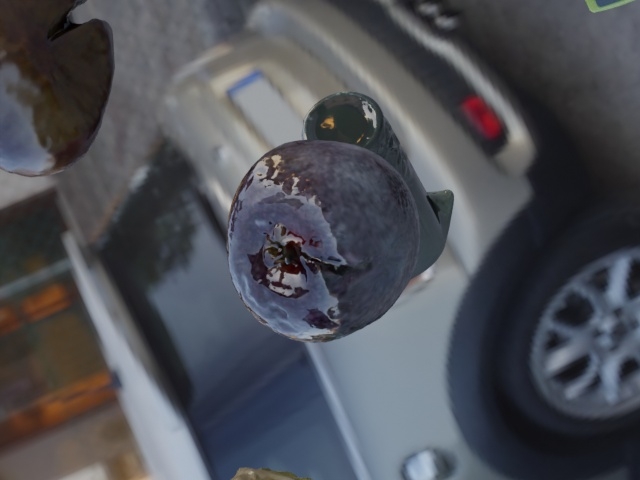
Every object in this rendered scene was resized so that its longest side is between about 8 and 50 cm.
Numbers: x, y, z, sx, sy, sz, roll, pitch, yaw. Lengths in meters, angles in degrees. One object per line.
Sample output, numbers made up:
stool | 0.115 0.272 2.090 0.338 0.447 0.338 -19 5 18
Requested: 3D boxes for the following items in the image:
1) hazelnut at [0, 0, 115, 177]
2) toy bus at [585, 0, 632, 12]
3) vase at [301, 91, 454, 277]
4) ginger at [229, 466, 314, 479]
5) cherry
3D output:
hazelnut | -0.341 -0.194 1.755 0.217 0.217 0.251 170 84 -80
toy bus | 0.328 -0.332 1.735 0.101 0.088 0.175 60 -153 -23
vase | 0.048 -0.060 1.982 0.156 0.251 0.301 51 172 31
ginger | -0.023 0.312 1.413 0.130 0.276 0.221 20 96 44
cherry | 0.008 0.000 1.467 0.195 0.195 0.195 62 170 20
